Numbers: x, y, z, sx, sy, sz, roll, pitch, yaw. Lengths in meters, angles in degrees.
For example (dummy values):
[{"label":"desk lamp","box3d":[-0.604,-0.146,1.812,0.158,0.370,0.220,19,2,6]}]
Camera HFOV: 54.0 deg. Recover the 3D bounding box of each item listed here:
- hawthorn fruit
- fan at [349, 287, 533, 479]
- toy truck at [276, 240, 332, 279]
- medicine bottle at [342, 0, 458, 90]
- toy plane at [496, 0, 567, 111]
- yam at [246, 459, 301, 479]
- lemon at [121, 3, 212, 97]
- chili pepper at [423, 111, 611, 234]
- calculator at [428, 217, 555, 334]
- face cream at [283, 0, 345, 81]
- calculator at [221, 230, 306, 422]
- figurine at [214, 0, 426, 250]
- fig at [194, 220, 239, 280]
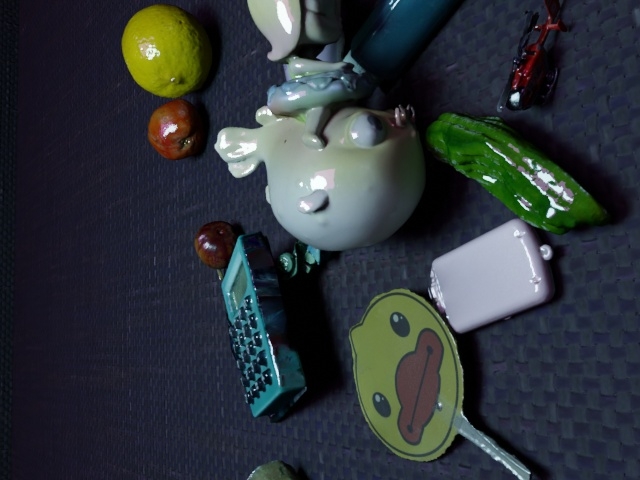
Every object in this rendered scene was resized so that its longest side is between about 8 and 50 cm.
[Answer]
[{"label":"hawthorn fruit","box3d":[-0.296,-0.228,1.294,0.128,0.128,0.128,-5,83,51]},{"label":"fan","box3d":[0.130,0.188,0.784,0.335,0.011,0.229,32,120,50]},{"label":"toy truck","box3d":[0.001,-0.001,0.946,0.078,0.080,0.154,37,119,16]},{"label":"medicine bottle","box3d":[0.118,-0.291,0.800,0.258,0.079,0.124,-46,37,41]},{"label":"toy plane","box3d":[0.229,-0.196,0.679,0.037,0.060,0.145,23,89,50]},{"label":"yam","box3d":[-0.019,0.448,0.908,0.259,0.106,0.106,44,121,45]},{"label":"lemon","box3d":[-0.311,-0.387,1.275,0.178,0.178,0.203,-51,49,36]},{"label":"chili pepper","box3d":[0.199,-0.082,0.693,0.074,0.100,0.257,-38,46,-3]},{"label":"calculator","box3d":[0.193,0.044,0.723,0.175,0.032,0.100,-33,63,45]},{"label":"face cream","box3d":[-0.011,-0.233,0.930,0.154,0.096,0.273,-145,50,-69]},{"label":"calculator","box3d":[-0.103,0.146,1.009,0.248,0.058,0.274,122,136,-61]},{"label":"figurine","box3d":[-0.025,-0.179,0.785,0.275,0.227,0.394,-9,99,23]},{"label":"fig","box3d":[-0.194,0.024,1.182,0.088,0.089,0.125,61,150,34]}]
